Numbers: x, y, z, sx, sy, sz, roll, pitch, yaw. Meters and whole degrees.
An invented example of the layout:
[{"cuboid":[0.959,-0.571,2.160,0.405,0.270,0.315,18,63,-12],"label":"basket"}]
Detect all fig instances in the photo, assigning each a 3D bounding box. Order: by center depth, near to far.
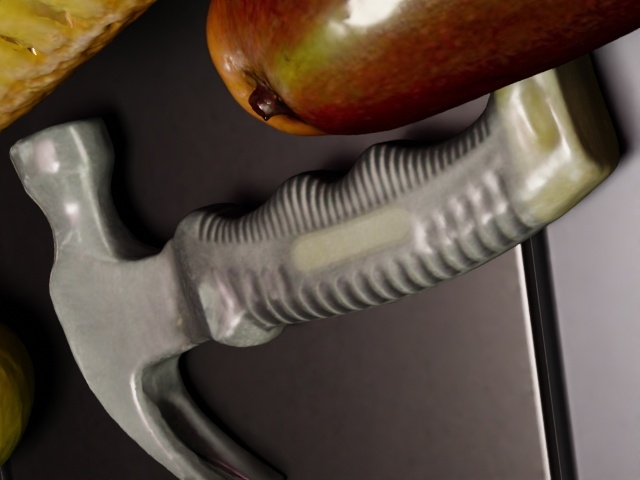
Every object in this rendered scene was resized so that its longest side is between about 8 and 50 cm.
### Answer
[{"cuboid":[-0.150,0.066,0.723,0.074,0.074,0.088,21,126,24],"label":"fig"}]

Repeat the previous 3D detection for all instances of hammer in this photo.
[{"cuboid":[0.000,0.000,0.641,0.226,0.041,0.159,-23,89,31],"label":"hammer"}]

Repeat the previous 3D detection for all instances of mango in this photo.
[{"cuboid":[0.079,-0.120,0.523,0.267,0.133,0.111,-27,110,18],"label":"mango"}]

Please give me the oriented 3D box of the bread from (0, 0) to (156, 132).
[{"cuboid":[-0.117,-0.159,0.582,0.253,0.142,0.227,-37,43,23],"label":"bread"}]
